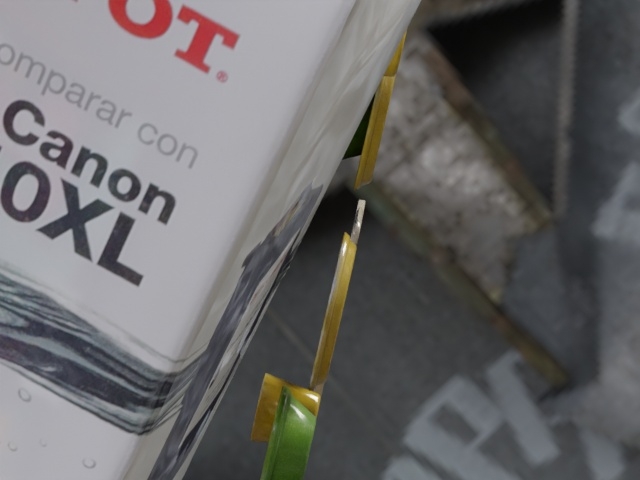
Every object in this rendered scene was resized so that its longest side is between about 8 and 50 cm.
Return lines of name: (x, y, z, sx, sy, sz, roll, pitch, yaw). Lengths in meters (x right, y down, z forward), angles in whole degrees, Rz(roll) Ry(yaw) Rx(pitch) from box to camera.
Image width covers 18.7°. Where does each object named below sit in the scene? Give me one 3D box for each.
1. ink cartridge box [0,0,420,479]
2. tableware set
ink cartridge box: (-0.098, -0.010, 0.437, 0.237, 0.172, 0.100, -63, -5, 25)
tableware set: (0.000, 0.000, 0.596, 0.104, 0.024, 0.154, -76, -1, -72)
